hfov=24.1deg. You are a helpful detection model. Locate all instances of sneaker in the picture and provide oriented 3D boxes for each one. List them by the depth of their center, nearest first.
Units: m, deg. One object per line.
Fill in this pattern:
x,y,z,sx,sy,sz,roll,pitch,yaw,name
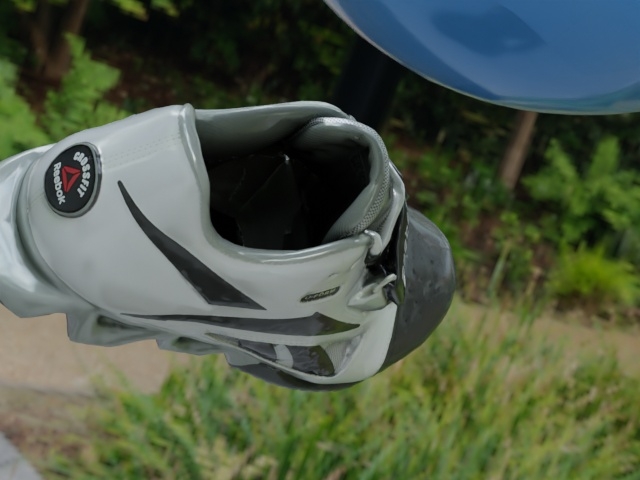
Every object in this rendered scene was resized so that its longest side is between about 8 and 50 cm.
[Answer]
0.000,0.000,0.761,0.146,0.123,0.330,-24,-18,33,sneaker

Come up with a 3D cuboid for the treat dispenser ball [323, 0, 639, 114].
0.105,-0.193,0.581,0.288,0.288,0.288,19,11,-4,treat dispenser ball
